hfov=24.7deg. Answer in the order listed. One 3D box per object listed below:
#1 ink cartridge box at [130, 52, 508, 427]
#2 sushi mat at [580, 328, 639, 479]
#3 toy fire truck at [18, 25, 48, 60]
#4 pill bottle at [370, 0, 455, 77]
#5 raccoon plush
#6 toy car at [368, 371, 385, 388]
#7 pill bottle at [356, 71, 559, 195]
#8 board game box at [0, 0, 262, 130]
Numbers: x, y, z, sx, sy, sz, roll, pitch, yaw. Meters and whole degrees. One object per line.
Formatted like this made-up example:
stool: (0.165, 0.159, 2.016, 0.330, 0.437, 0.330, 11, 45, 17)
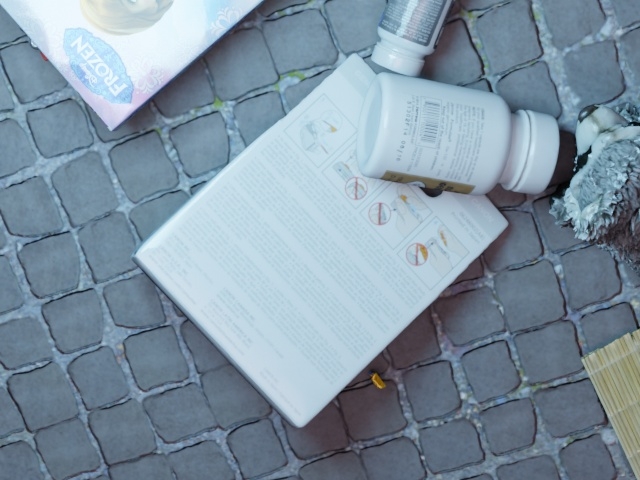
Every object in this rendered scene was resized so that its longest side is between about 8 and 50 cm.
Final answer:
ink cartridge box: (0.000, 0.000, 1.874, 0.385, 0.091, 0.308, -44, 96, -9)
sushi mat: (0.475, 0.255, 1.945, 0.151, 0.019, 0.316, -24, 102, 8)
toy fire truck: (-0.313, -0.296, 1.832, 0.135, 0.047, 0.192, -30, 100, 10)
pill bottle: (0.117, -0.275, 1.797, 0.078, 0.078, 0.137, 22, 104, -2)
raccoon plush: (0.464, -0.005, 1.734, 0.446, 0.299, 0.216, 33, 104, -6)
toy car: (0.022, 0.174, 1.938, 0.122, 0.040, 0.060, 38, 85, -5)
pill bottle: (0.169, -0.124, 1.799, 0.229, 0.131, 0.131, 9, 105, -12)
board game box: (-0.236, -0.353, 1.768, 0.318, 0.066, 0.318, -41, 95, 2)
